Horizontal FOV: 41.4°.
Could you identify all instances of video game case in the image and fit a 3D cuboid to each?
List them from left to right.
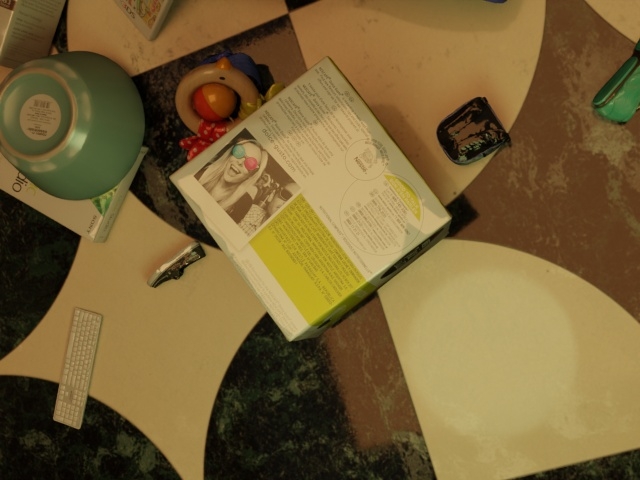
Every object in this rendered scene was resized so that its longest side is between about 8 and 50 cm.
[{"bbox_3d":[-0.365,-0.553,1.701,0.206,0.026,0.227,49,135,8],"label":"video game case"}]

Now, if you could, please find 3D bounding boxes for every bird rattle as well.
[{"bbox_3d":[-0.188,-0.249,1.635,0.253,0.143,0.207,-19,126,32],"label":"bird rattle"}]

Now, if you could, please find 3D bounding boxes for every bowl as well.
[{"bbox_3d":[-0.527,-0.241,1.687,0.311,0.163,0.312,0,89,14],"label":"bowl"}]

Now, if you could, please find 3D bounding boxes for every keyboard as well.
[{"bbox_3d":[-0.528,0.277,1.836,0.072,0.014,0.256,13,95,14],"label":"keyboard"}]

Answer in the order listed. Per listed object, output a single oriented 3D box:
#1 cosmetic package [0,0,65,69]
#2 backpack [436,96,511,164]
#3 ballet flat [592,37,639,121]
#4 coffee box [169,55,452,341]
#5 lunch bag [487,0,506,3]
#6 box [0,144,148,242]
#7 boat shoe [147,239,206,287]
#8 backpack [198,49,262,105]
[{"bbox_3d":[-0.648,-0.565,1.765,0.217,0.156,0.385,21,98,16],"label":"cosmetic package"},{"bbox_3d":[0.278,-0.196,1.573,0.114,0.084,0.105,-32,83,8],"label":"backpack"},{"bbox_3d":[0.588,-0.315,1.501,0.087,0.083,0.247,33,101,-13],"label":"ballet flat"},{"bbox_3d":[0.003,-0.057,1.497,0.334,0.337,0.338,-37,82,3],"label":"coffee box"},{"bbox_3d":[0.194,-0.616,1.458,0.385,0.239,0.328,20,121,11],"label":"lunch bag"},{"bbox_3d":[-0.553,-0.169,1.805,0.322,0.058,0.232,28,98,11],"label":"box"},{"bbox_3d":[-0.299,0.057,1.752,0.142,0.049,0.040,-40,83,10],"label":"boat shoe"},{"bbox_3d":[-0.182,-0.326,1.683,0.120,0.098,0.101,-15,68,16],"label":"backpack"}]
